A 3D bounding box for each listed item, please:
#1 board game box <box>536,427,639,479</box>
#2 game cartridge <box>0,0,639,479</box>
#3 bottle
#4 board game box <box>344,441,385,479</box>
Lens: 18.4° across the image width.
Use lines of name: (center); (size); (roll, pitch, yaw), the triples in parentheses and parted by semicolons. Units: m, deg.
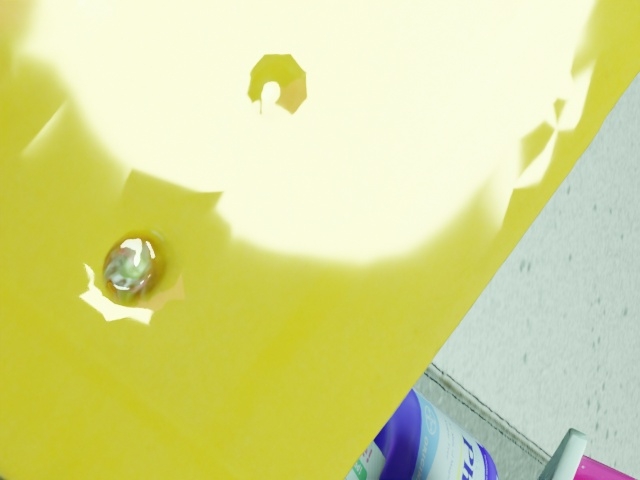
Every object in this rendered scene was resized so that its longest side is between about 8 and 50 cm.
board game box: (0.040, 0.347, 1.050); (0.390, 0.050, 0.390); (109, 7, -52)
game cartridge: (-0.029, -0.058, 0.688); (0.323, 0.053, 0.285); (-53, 130, -11)
bottle: (0.055, 0.164, 1.201); (0.283, 0.092, 0.118); (43, 59, -56)
board game box: (-0.091, 0.163, 0.927); (0.303, 0.097, 0.224); (-64, 147, -30)
